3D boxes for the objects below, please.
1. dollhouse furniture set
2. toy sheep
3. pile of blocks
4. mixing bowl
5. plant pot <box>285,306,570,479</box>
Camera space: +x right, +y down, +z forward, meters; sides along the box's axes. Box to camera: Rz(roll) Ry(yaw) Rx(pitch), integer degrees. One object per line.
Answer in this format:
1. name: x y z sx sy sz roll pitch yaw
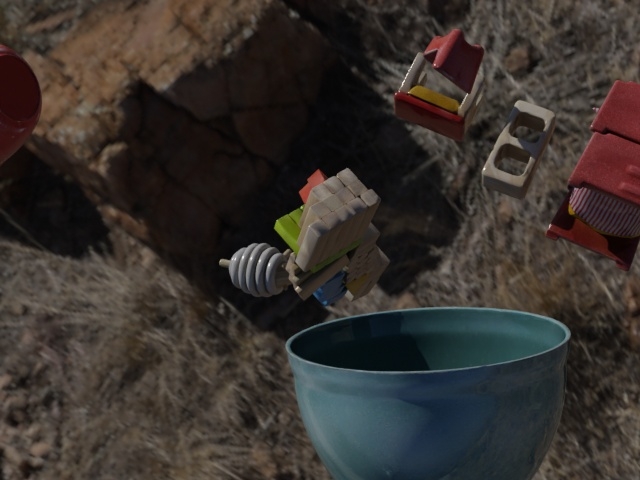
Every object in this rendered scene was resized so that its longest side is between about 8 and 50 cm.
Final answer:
1. dollhouse furniture set: 0.258 -0.125 1.456 0.374 0.201 0.152 23 74 13
2. toy sheep: -0.094 0.044 1.781 0.132 0.091 0.091 5 66 24
3. pile of blocks: 0.000 0.000 1.593 0.149 0.362 0.112 -39 72 -7
4. mixing bowl: -0.424 -0.182 1.482 0.098 0.181 0.181 -12 59 33
5. plant pot: 0.117 0.194 1.218 0.293 0.293 0.196 0 99 26
